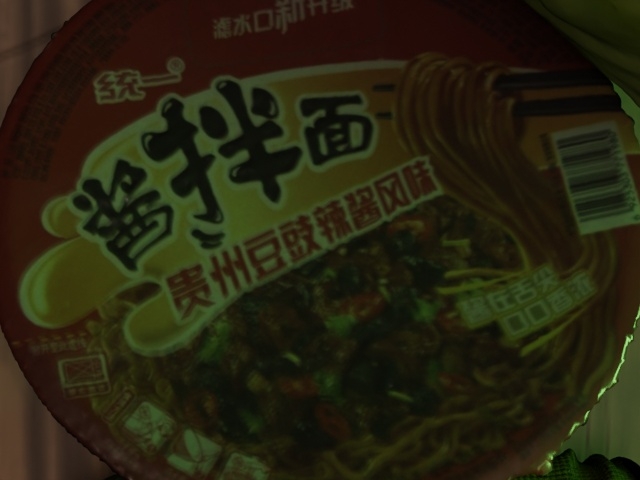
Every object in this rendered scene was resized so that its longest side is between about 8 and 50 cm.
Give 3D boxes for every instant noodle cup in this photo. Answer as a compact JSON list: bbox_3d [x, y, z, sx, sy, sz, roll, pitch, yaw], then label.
[{"bbox_3d":[0.000,0.000,0.655,0.274,0.090,0.274,1,69,-2],"label":"instant noodle cup"}]

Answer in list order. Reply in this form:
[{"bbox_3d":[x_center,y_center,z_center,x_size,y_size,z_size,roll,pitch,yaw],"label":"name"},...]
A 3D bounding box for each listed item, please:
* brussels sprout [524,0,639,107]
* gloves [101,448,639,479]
[{"bbox_3d":[0.184,-0.180,0.584,0.328,0.247,0.328,0,63,0],"label":"brussels sprout"},{"bbox_3d":[0.017,0.130,0.691,0.268,0.107,0.135,-3,66,1],"label":"gloves"}]
